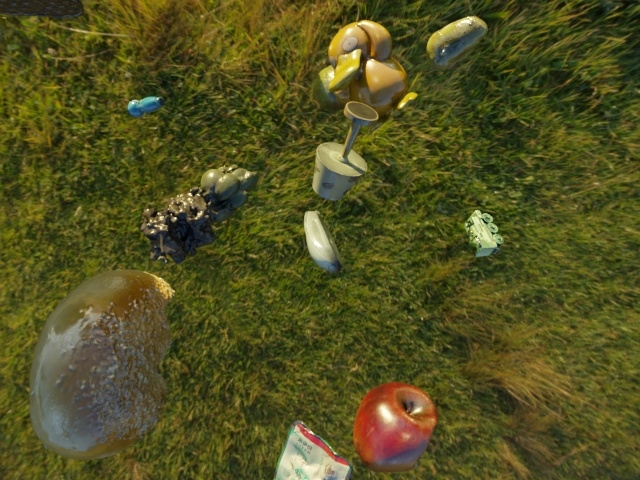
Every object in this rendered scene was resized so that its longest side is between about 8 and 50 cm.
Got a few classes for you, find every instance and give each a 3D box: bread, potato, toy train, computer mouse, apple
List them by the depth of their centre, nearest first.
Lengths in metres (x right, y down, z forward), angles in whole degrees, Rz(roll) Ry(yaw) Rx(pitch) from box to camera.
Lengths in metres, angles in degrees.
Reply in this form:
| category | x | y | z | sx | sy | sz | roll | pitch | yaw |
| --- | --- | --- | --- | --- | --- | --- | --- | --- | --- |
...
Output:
| category | x | y | z | sx | sy | sz | roll | pitch | yaw |
| --- | --- | --- | --- | --- | --- | --- | --- | --- | --- |
| bread | -0.337 | 0.178 | 0.744 | 0.171 | 0.192 | 0.314 | 6 | 67 | 14 |
| toy train | 0.274 | -0.012 | 0.807 | 0.053 | 0.083 | 0.033 | -5 | 147 | -20 |
| apple | 0.130 | 0.358 | 0.892 | 0.147 | 0.156 | 0.158 | 14 | 120 | -27 |
| computer mouse | -0.005 | 0.004 | 1.298 | 0.068 | 0.229 | 0.113 | -28 | 136 | 7 |
| potato | 0.384 | -0.566 | 1.355 | 0.188 | 0.085 | 0.105 | -24 | 116 | 35 |

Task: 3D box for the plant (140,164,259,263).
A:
| category | x | y | z | sx | sy | sz | roll | pitch | yaw |
| --- | --- | --- | --- | --- | --- | --- | --- | --- | --- |
| plant | -0.152 | -0.039 | 0.604 | 0.085 | 0.087 | 0.174 | 42 | 63 | 5 |

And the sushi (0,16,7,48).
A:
| category | x | y | z | sx | sy | sz | roll | pitch | yaw |
| --- | --- | --- | --- | --- | --- | --- | --- | --- | --- |
| sushi | -0.619 | -0.276 | 0.570 | 0.396 | 0.351 | 0.240 | -35 | 103 | -8 |

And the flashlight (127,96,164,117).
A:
| category | x | y | z | sx | sy | sz | roll | pitch | yaw |
| --- | --- | --- | --- | --- | --- | --- | --- | --- | --- |
| flashlight | -0.512 | -0.394 | 1.391 | 0.129 | 0.051 | 0.051 | -2 | 104 | 29 |

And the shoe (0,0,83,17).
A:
| category | x | y | z | sx | sy | sz | roll | pitch | yaw |
| --- | --- | --- | --- | --- | --- | --- | --- | --- | --- |
| shoe | -0.598 | -0.514 | 0.998 | 0.179 | 0.071 | 0.049 | -3 | 76 | -6 |

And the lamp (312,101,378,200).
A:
| category | x | y | z | sx | sy | sz | roll | pitch | yaw |
| --- | --- | --- | --- | --- | --- | --- | --- | --- | --- |
| lamp | 0.053 | -0.193 | 1.037 | 0.121 | 0.121 | 0.215 | 22 | 130 | 0 |

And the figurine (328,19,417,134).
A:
| category | x | y | z | sx | sy | sz | roll | pitch | yaw |
| --- | --- | --- | --- | --- | --- | --- | --- | --- | --- |
| figurine | 0.117 | -0.401 | 1.154 | 0.228 | 0.215 | 0.215 | 30 | 105 | -25 |

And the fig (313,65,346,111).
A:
| category | x | y | z | sx | sy | sz | roll | pitch | yaw |
| --- | --- | --- | --- | --- | --- | --- | --- | --- | --- |
| fig | 0.054 | -0.486 | 1.452 | 0.149 | 0.245 | 0.149 | 0 | 92 | -4 |

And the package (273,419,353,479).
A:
| category | x | y | z | sx | sy | sz | roll | pitch | yaw |
| --- | --- | --- | --- | --- | --- | --- | --- | --- | --- |
| package | -0.030 | 0.521 | 1.021 | 0.166 | 0.040 | 0.232 | 30 | 113 | 27 |
